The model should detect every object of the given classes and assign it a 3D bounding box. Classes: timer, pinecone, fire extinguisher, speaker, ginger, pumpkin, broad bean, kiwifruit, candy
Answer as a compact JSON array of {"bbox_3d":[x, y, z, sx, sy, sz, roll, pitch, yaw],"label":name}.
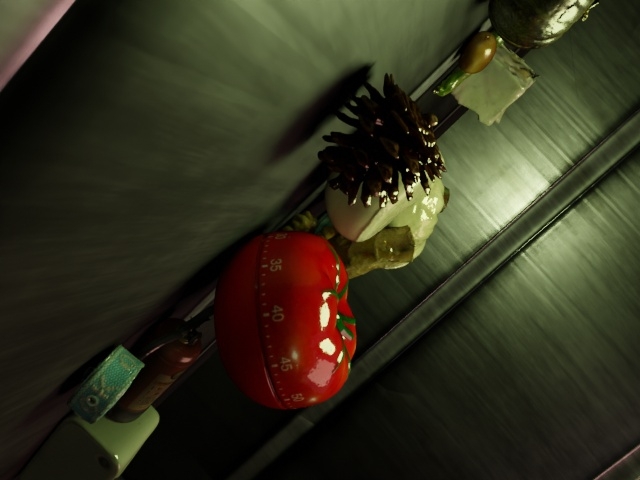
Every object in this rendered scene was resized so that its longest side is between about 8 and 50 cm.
[{"bbox_3d":[-0.075,0.167,1.375,0.278,0.379,0.378,-6,-178,8],"label":"timer"},{"bbox_3d":[0.090,-0.141,0.984,0.207,0.208,0.208,-43,176,-4],"label":"pinecone"},{"bbox_3d":[-0.367,0.284,1.401,0.376,0.113,0.200,-45,-172,29],"label":"fire extinguisher"},{"bbox_3d":[-0.579,0.529,1.614,0.406,0.183,0.184,-45,-179,35],"label":"speaker"},{"bbox_3d":[0.100,0.026,1.534,0.262,0.117,0.109,-12,174,14],"label":"ginger"},{"bbox_3d":[0.409,-0.443,1.138,0.238,0.159,0.238,-46,173,-8],"label":"pumpkin"},{"bbox_3d":[0.392,-0.461,1.641,0.052,0.052,0.256,24,125,-40],"label":"broad bean"},{"bbox_3d":[0.360,-0.429,1.470,0.075,0.075,0.124,-42,172,-18],"label":"kiwifruit"},{"bbox_3d":[0.510,-0.456,1.878,0.195,0.185,0.137,-47,179,44],"label":"candy"}]

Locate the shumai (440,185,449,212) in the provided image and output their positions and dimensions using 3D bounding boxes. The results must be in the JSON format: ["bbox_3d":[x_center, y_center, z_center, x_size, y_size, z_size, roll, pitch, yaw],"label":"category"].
[{"bbox_3d":[0.257,-0.157,1.974,0.304,0.263,0.309,-43,177,-33],"label":"shumai"}]

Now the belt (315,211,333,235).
[{"bbox_3d":[0.000,0.000,2.163,0.267,0.116,0.206,-46,173,11],"label":"belt"}]

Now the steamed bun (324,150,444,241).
[{"bbox_3d":[0.121,-0.137,1.399,0.283,0.177,0.283,-41,171,-8],"label":"steamed bun"}]

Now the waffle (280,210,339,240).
[{"bbox_3d":[-0.088,0.061,1.734,0.261,0.151,0.324,-37,175,-31],"label":"waffle"}]

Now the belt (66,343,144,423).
[{"bbox_3d":[-0.406,0.268,1.198,0.163,0.082,0.148,-47,-175,17],"label":"belt"}]

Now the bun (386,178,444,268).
[{"bbox_3d":[0.198,-0.085,1.714,0.359,0.210,0.360,-161,-90,-74],"label":"bun"}]
